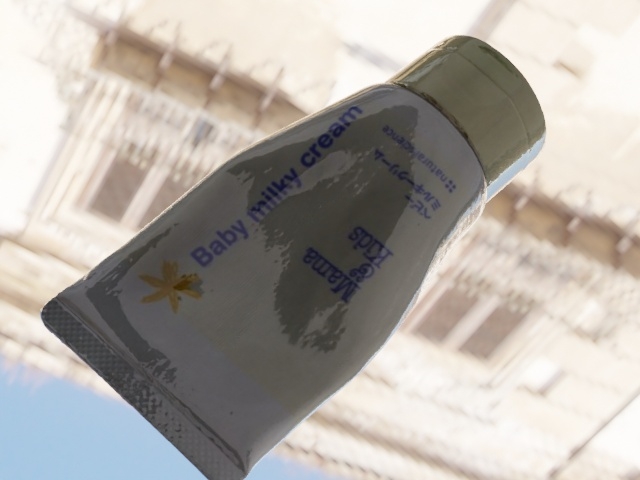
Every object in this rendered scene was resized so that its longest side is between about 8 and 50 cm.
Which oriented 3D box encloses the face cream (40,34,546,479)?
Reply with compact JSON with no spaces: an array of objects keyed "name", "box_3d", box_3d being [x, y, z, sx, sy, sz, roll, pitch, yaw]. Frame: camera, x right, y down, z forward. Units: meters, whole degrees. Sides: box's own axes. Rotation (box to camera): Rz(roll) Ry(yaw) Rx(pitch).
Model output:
[{"name":"face cream","box_3d":[0.000,0.000,0.845,0.114,0.070,0.224,40,-120,21]}]
